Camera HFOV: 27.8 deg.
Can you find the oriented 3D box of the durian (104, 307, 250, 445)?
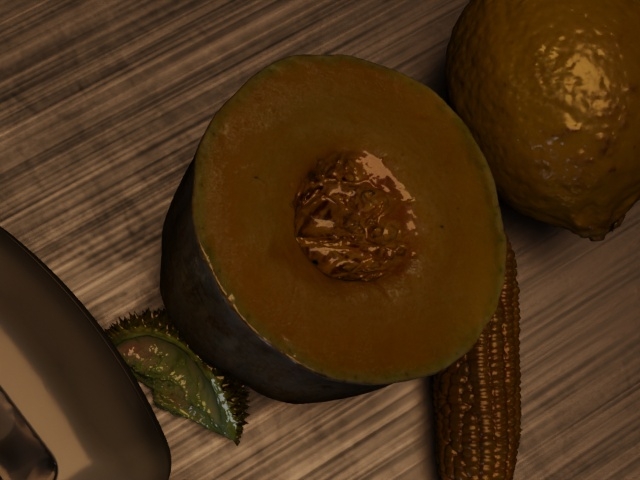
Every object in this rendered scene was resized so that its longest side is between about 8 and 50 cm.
[{"bbox_3d":[-0.156,0.121,1.318,0.215,0.086,0.100,32,92,4],"label":"durian"}]

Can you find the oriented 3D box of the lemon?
[{"bbox_3d":[0.256,-0.152,1.345,0.253,0.253,0.310,-9,82,-11],"label":"lemon"}]

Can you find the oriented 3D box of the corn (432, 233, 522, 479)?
[{"bbox_3d":[0.166,0.132,1.358,0.102,0.102,0.313,-2,81,-10],"label":"corn"}]

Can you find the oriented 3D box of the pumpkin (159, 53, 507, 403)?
[{"bbox_3d":[0.000,0.000,1.278,0.332,0.199,0.332,8,69,-21],"label":"pumpkin"}]

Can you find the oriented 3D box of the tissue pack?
[{"bbox_3d":[-0.299,0.149,1.190,0.229,0.236,0.333,-38,89,-2],"label":"tissue pack"}]
